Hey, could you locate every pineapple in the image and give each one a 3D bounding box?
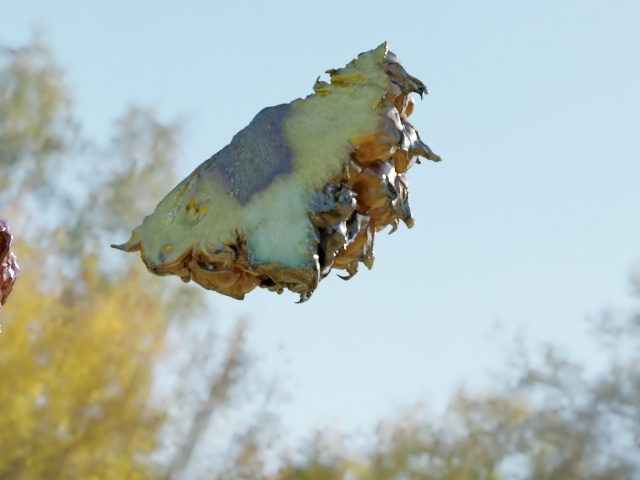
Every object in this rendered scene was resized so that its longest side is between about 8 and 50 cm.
[{"bbox_3d":[0.005,-0.004,1.424,0.140,0.250,0.164,52,-4,-40],"label":"pineapple"}]

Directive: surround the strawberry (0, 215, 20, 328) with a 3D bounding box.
[{"bbox_3d":[-0.329,0.008,1.821,0.098,0.174,0.228,6,-41,-25],"label":"strawberry"}]
